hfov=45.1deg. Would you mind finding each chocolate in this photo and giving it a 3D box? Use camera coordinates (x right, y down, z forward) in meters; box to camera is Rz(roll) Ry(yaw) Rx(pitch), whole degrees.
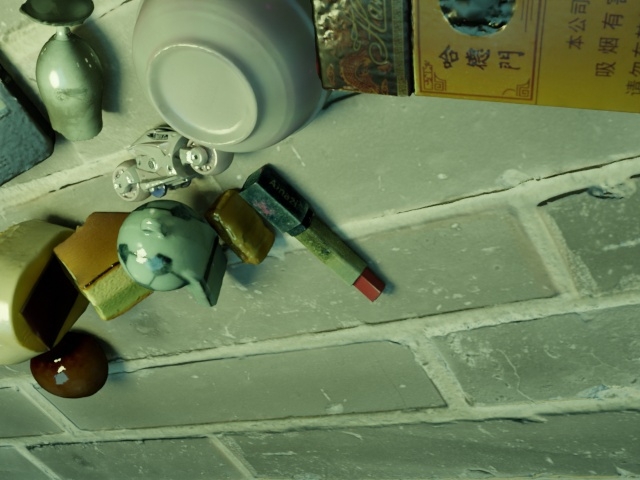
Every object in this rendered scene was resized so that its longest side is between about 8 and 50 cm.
[{"bbox_3d":[-0.563,0.291,1.749,0.177,0.176,0.176,13,137,12],"label":"chocolate"}]

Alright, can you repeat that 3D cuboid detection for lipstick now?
[{"bbox_3d":[0.000,0.000,1.277,0.312,0.051,0.051,42,133,-20],"label":"lipstick"}]

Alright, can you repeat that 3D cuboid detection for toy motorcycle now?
[{"bbox_3d":[-0.245,-0.130,1.234,0.254,0.112,0.112,-15,125,37],"label":"toy motorcycle"}]

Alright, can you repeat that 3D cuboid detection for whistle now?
[{"bbox_3d":[-0.253,0.020,1.290,0.164,0.163,0.289,19,162,6],"label":"whistle"}]

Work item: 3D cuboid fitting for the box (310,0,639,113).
[{"bbox_3d":[0.191,-0.287,0.852,0.416,0.115,0.264,8,137,16],"label":"box"}]

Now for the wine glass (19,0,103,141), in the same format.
[{"bbox_3d":[-0.376,-0.255,1.150,0.103,0.103,0.222,16,137,8],"label":"wine glass"}]

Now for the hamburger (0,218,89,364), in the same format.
[{"bbox_3d":[-0.547,0.091,1.435,0.152,0.295,0.227,-5,119,16],"label":"hamburger"}]

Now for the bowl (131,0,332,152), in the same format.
[{"bbox_3d":[-0.132,-0.230,1.036,0.287,0.143,0.286,14,137,13],"label":"bowl"}]

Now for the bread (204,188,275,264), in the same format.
[{"bbox_3d":[-0.134,-0.021,1.299,0.053,0.074,0.132,-6,129,44],"label":"bread"}]

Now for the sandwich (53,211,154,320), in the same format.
[{"bbox_3d":[-0.356,0.015,1.418,0.186,0.220,0.108,38,157,44],"label":"sandwich"}]

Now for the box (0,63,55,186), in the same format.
[{"bbox_3d":[-0.641,-0.151,1.282,0.350,0.058,0.211,-29,121,4],"label":"box"}]
